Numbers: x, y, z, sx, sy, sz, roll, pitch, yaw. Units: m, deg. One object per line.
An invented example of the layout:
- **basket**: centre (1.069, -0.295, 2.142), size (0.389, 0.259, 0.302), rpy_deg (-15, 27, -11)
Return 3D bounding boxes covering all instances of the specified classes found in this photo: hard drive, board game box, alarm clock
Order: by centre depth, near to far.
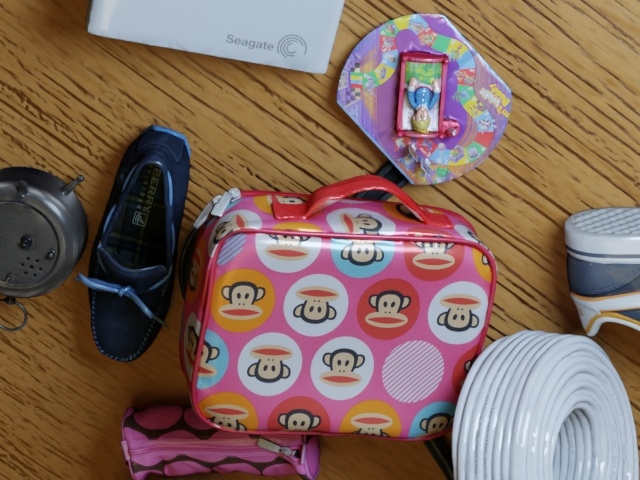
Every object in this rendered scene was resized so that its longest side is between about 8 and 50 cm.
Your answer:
- **hard drive**: centre (-0.066, -0.337, 1.633), size (0.233, 0.047, 0.353), rpy_deg (9, 115, -14)
- **board game box**: centre (0.102, -0.133, 1.724), size (0.133, 0.033, 0.168), rpy_deg (-41, 104, 10)
- **alarm clock**: centre (-0.308, 0.011, 1.834), size (0.129, 0.064, 0.192), rpy_deg (12, 117, 1)

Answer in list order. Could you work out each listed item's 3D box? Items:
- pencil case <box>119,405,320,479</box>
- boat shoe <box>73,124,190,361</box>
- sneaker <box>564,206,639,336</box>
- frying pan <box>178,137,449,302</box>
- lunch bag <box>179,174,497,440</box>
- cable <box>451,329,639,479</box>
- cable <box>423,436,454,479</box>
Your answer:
- **pencil case**: centre (-0.106, 0.210, 1.876), size (0.209, 0.098, 0.095), rpy_deg (-3, 105, 8)
- **boat shoe**: centre (-0.195, 0.011, 1.803), size (0.109, 0.089, 0.258), rpy_deg (8, 114, 3)
- **sneaker**: centre (0.398, 0.037, 1.731), size (0.321, 0.126, 0.127), rpy_deg (1, 110, 18)
- **frying pan**: centre (0.009, 0.026, 1.814), size (0.326, 0.053, 0.197), rpy_deg (-18, 112, 16)
- **lunch bag**: centre (0.018, 0.058, 1.734), size (0.293, 0.120, 0.258), rpy_deg (5, 112, -14)
- **cable**: centre (0.221, 0.216, 1.758), size (0.089, 0.257, 0.257), rpy_deg (-1, 86, 35)
- **cable**: centre (0.170, 0.266, 1.909), size (0.139, 0.072, 0.287), rpy_deg (-31, 95, 33)
